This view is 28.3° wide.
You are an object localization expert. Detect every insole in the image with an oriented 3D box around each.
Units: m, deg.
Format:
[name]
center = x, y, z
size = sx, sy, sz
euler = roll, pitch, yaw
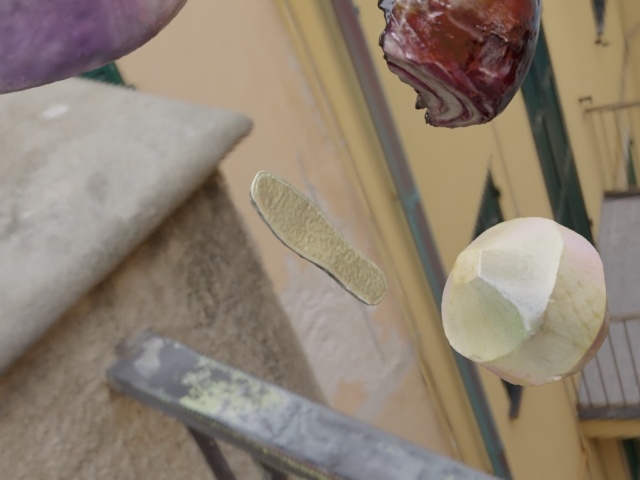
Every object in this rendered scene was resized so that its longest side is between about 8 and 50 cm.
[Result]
[insole]
center = 0.000, 0.000, 1.661
size = 0.011, 0.248, 0.081
euler = -23, 35, 47

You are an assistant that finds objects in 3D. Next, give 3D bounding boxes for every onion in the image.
[onion]
center = 0.213, -0.281, 1.608
size = 0.146, 0.314, 0.280
euler = 30, 88, 31

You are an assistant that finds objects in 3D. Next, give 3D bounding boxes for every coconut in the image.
[coconut]
center = 0.299, 0.090, 1.900
size = 0.259, 0.259, 0.259
euler = -14, 37, 11

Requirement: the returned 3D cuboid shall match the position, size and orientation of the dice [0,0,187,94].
[dice]
center = -0.253, -0.287, 0.948
size = 0.270, 0.270, 0.271
euler = -20, 44, -16
